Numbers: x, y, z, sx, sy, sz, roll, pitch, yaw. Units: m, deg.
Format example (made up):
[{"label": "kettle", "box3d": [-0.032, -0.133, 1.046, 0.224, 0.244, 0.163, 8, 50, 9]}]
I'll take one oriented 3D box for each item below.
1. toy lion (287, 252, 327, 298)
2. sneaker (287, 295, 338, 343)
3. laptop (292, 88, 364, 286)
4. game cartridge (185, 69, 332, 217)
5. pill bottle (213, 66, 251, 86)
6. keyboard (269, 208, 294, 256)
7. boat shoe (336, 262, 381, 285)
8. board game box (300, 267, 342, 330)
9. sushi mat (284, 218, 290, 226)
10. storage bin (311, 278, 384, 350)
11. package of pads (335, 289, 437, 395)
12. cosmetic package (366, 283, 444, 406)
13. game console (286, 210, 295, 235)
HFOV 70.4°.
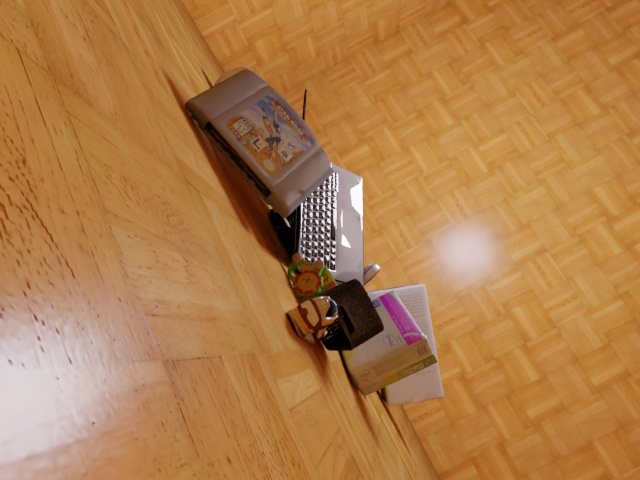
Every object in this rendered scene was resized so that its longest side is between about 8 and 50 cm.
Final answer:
[{"label": "toy lion", "box3d": [-0.035, 0.086, 1.059, 0.100, 0.096, 0.034, 16, -23, 27]}, {"label": "sneaker", "box3d": [0.000, 0.151, 0.873, 0.069, 0.084, 0.185, 62, 2, 15]}, {"label": "laptop", "box3d": [0.042, -0.114, 1.232, 0.408, 0.236, 0.382, 19, 62, -35]}, {"label": "game cartridge", "box3d": [-0.113, -0.214, 0.956, 0.297, 0.198, 0.062, 48, -33, -8]}, {"label": "pill bottle", "box3d": [-0.283, -0.517, 1.785, 0.161, 0.161, 0.283, 63, 2, 42]}, {"label": "keyboard", "box3d": [-0.073, 0.042, 1.393, 0.317, 0.033, 0.201, 63, 3, -3]}, {"label": "boat shoe", "box3d": [0.082, 0.136, 1.453, 0.084, 0.258, 0.095, 52, 32, 7]}, {"label": "board game box", "box3d": [0.015, 0.153, 1.143, 0.181, 0.092, 0.043, 60, 2, -47]}, {"label": "sushi mat", "box3d": [-0.138, -0.097, 1.785, 0.316, 0.019, 0.151, 62, 2, 4]}, {"label": "storage bin", "box3d": [0.046, 0.164, 0.980, 0.122, 0.084, 0.180, 62, -21, 4]}, {"label": "package of pads", "box3d": [0.166, 0.284, 1.303, 0.101, 0.229, 0.296, 64, 0, -23]}, {"label": "cosmetic package", "box3d": [0.337, 0.418, 1.859, 0.161, 0.230, 0.453, 124, -42, -83]}, {"label": "game console", "box3d": [-0.004, -0.039, 1.459, 0.173, 0.250, 0.293, 32, -12, 24]}]
